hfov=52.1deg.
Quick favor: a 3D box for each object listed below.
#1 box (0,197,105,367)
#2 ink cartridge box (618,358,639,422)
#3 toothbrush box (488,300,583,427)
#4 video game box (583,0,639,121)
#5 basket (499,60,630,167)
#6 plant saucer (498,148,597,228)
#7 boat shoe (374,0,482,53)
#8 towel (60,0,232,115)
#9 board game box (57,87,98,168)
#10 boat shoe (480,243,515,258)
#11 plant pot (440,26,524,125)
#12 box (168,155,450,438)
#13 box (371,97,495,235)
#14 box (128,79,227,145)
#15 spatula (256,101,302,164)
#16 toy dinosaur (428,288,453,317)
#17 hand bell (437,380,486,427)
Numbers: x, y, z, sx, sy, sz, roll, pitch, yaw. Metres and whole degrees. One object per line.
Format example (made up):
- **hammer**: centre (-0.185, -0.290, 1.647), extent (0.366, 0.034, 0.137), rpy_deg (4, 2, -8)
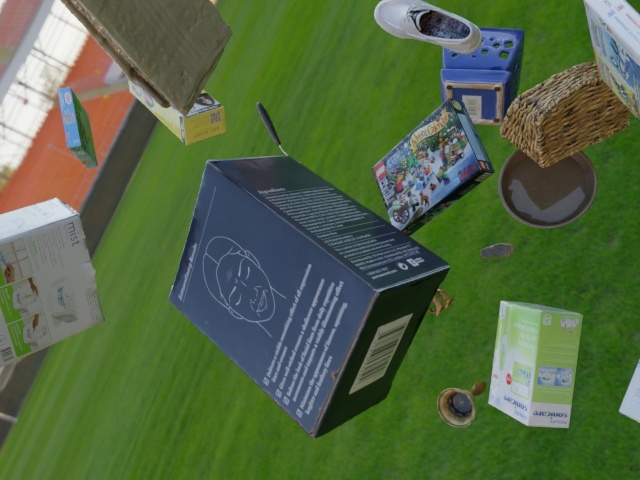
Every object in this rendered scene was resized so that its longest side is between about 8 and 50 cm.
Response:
- **box**: centre (-0.582, 0.080, 1.307), extent (0.126, 0.231, 0.262), rpy_deg (26, 130, 41)
- **ink cartridge box**: centre (0.478, 0.169, 0.846), extent (0.072, 0.127, 0.175), rpy_deg (22, 89, 57)
- **toothbrush box**: centre (0.544, 0.308, 1.672), extent (0.206, 0.122, 0.283), rpy_deg (-169, 85, -77)
- **video game box**: centre (0.492, -0.275, 1.026), extent (0.048, 0.205, 0.187), rpy_deg (-29, 54, 14)
- **basket**: centre (0.661, -0.379, 1.801), extent (0.299, 0.213, 0.223), rpy_deg (-25, 39, -4)
- **plant saucer**: centre (0.673, -0.165, 1.949), extent (0.278, 0.278, 0.041), rpy_deg (-65, -22, -5)
- **boat shoe**: centre (0.161, -0.340, 1.022), extent (0.066, 0.184, 0.063), rpy_deg (-61, -21, 11)
- **towel**: centre (-0.244, -0.332, 0.952), extent (0.049, 0.282, 0.187), rpy_deg (10, 65, 32)
- **board game box**: centre (-0.655, -0.299, 1.772), extent (0.211, 0.039, 0.160), rpy_deg (135, 123, -78)
- **boat shoe**: centre (0.593, 0.030, 2.170), extent (0.135, 0.045, 0.050), rpy_deg (-9, 101, 53)
- **plant pot**: centre (0.475, -0.478, 1.961), extent (0.236, 0.236, 0.212), rpy_deg (71, -149, -53)
- **box**: centre (-0.036, 0.075, 1.120), extent (0.395, 0.212, 0.293), rpy_deg (37, 120, 29)
- **box**: centre (0.206, -0.134, 1.247), extent (0.233, 0.044, 0.159), rpy_deg (-41, 57, 42)
- **box**: centre (-0.267, -0.261, 1.202), extent (0.232, 0.087, 0.058), rpy_deg (43, 145, 37)
- **spatula**: centre (-0.093, -0.246, 1.783), extent (0.030, 0.296, 0.084), rpy_deg (-34, 11, -3)
- **toy dinosaur**: centre (0.217, 0.104, 1.376), extent (0.064, 0.112, 0.211), rpy_deg (-46, -29, -24)
- **hand bell**: centre (0.486, 0.504, 2.126), extent (0.242, 0.126, 0.126), rpy_deg (-12, -35, -55)
